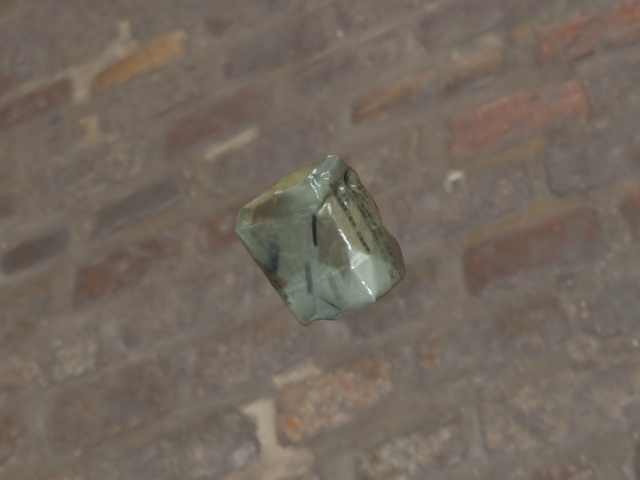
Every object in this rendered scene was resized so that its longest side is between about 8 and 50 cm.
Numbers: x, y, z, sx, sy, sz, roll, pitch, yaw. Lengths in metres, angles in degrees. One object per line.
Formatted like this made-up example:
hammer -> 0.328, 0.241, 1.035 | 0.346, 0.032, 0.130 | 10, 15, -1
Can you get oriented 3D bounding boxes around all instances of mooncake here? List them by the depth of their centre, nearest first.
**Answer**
mooncake -> 0.000, 0.000, 1.326 | 0.130, 0.125, 0.073 | -23, 8, 46
